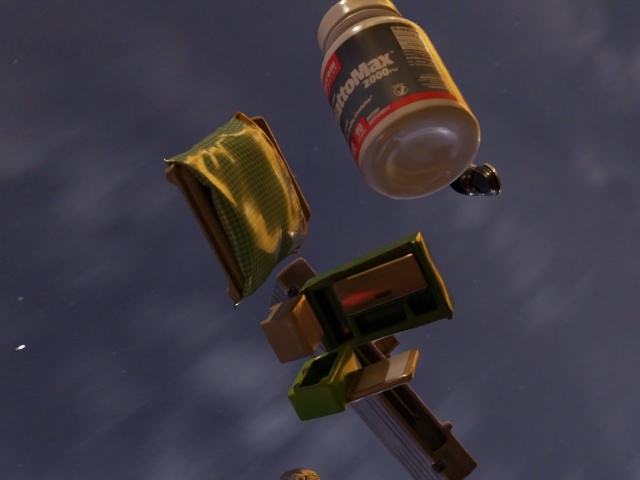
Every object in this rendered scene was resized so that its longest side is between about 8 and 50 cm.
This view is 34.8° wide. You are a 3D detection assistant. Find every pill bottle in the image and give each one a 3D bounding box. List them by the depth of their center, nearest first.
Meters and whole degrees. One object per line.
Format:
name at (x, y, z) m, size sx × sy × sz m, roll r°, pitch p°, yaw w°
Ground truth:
pill bottle at (0.060, -0.134, 0.903) m, size 0.108 × 0.108 × 0.180 m, roll 12°, pitch -139°, yaw -35°

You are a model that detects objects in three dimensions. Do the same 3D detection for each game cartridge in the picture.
game cartridge at (0.063, 0.191, 1.415) m, size 0.068 × 0.230 × 0.355 m, roll -39°, pitch -98°, yaw -9°

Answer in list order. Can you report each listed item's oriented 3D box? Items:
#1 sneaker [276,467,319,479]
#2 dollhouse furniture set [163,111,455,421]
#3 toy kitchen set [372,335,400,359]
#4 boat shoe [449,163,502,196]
sneaker at (0.022, 0.405, 1.485) m, size 0.226 × 0.163 × 0.086 m, roll 15°, pitch -80°, yaw 0°
dollhouse furniture set at (0.000, 0.000, 1.047) m, size 0.301 × 0.151 × 0.197 m, roll 63°, pitch -159°, yaw -13°
toy kitchen set at (0.107, 0.194, 1.608) m, size 0.083 × 0.075 × 0.068 m, roll -44°, pitch -70°, yaw -14°
boat shoe at (0.219, -0.083, 1.447) m, size 0.042 × 0.133 × 0.048 m, roll -21°, pitch -78°, yaw -10°
